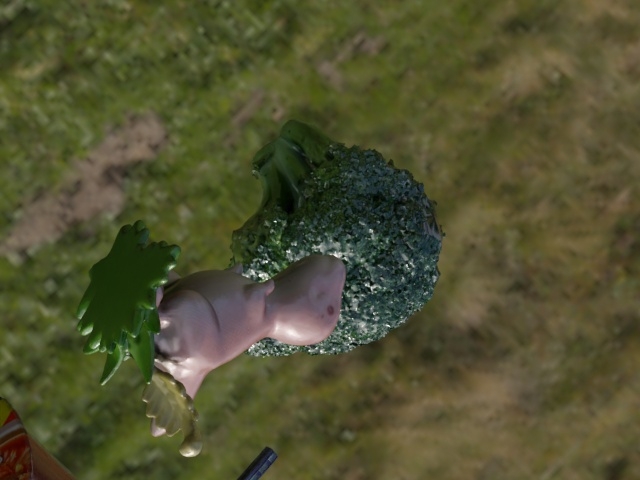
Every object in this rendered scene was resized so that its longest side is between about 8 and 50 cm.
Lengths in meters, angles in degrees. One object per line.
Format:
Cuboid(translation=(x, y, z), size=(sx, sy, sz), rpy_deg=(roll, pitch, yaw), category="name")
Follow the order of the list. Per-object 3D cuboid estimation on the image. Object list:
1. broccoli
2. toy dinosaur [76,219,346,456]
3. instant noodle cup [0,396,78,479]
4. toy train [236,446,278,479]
Cuboid(translation=(0.000, 0.000, 1.785), size=(0.265, 0.245, 0.294), rpy_deg=(-7, 137, -28), category="broccoli")
Cuboid(translation=(-0.091, 0.066, 1.303), size=(0.177, 0.152, 0.194), rpy_deg=(33, 80, -28), category="toy dinosaur")
Cuboid(translation=(-0.405, 0.318, 1.983), size=(0.250, 0.250, 0.192), rpy_deg=(-44, 146, -2), category="instant noodle cup")
Cuboid(translation=(-0.082, 0.277, 1.946), size=(0.083, 0.017, 0.017), rpy_deg=(-47, 119, -20), category="toy train")
